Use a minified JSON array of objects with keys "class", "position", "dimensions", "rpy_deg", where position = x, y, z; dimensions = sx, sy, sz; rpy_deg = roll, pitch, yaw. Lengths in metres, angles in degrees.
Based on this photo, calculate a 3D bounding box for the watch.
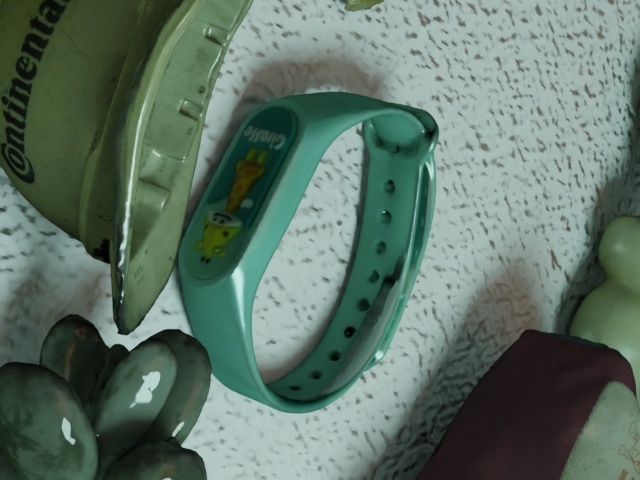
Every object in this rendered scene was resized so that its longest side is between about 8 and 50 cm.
[{"class":"watch","position":[0.000,0.000,1.014],"dimensions":[0.195,0.068,0.237],"rpy_deg":[35,76,-48]}]

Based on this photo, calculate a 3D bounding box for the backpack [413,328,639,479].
[{"class":"backpack","position":[0.181,0.262,1.192],"dimensions":[0.283,0.197,0.317],"rpy_deg":[-53,138,-25]}]

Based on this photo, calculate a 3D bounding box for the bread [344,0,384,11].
[{"class":"bread","position":[0.077,-0.223,0.987],"dimensions":[0.054,0.136,0.154],"rpy_deg":[-29,126,-60]}]

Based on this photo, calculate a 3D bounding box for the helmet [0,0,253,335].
[{"class":"helmet","position":[-0.127,-0.090,0.801],"dimensions":[0.204,0.137,0.257],"rpy_deg":[-57,165,-82]}]

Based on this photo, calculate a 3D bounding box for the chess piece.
[{"class":"chess piece","position":[0.325,-0.003,1.313],"dimensions":[0.182,0.182,0.330],"rpy_deg":[26,87,-48]}]

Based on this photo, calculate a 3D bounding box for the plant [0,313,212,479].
[{"class":"plant","position":[-0.133,0.181,0.865],"dimensions":[0.146,0.149,0.274],"rpy_deg":[-18,117,-61]}]
